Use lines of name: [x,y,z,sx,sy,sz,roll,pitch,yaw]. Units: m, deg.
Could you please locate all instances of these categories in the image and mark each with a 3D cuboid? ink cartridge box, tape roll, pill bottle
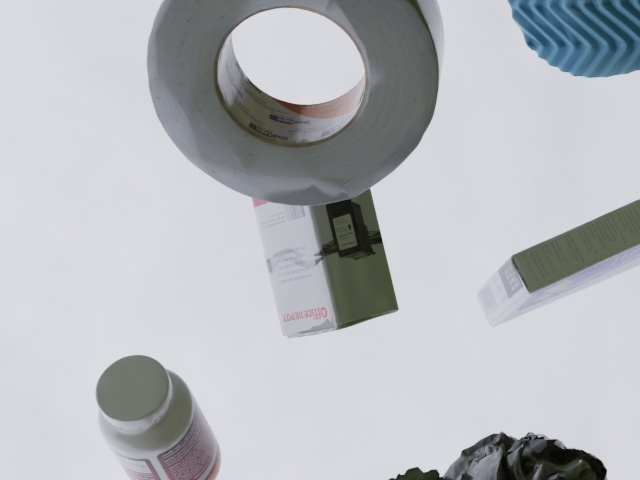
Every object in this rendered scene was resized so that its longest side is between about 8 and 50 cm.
ink cartridge box: [0.255,0.010,1.590,0.208,0.206,0.045,-21,-99,-8]
ink cartridge box: [0.000,0.000,1.468,0.063,0.109,0.150,-13,-91,-27]
tape roll: [-0.018,-0.137,1.320,0.219,0.219,0.072,43,-153,-16]
pill bottle: [-0.143,0.163,1.528,0.152,0.086,0.086,72,-153,-55]

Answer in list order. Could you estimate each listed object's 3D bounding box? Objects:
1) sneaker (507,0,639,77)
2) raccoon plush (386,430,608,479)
sneaker: [0.185,-0.114,0.626,0.092,0.229,0.087,-50,-47,-49]
raccoon plush: [0.070,0.303,0.839,0.216,0.446,0.299,57,180,-37]
